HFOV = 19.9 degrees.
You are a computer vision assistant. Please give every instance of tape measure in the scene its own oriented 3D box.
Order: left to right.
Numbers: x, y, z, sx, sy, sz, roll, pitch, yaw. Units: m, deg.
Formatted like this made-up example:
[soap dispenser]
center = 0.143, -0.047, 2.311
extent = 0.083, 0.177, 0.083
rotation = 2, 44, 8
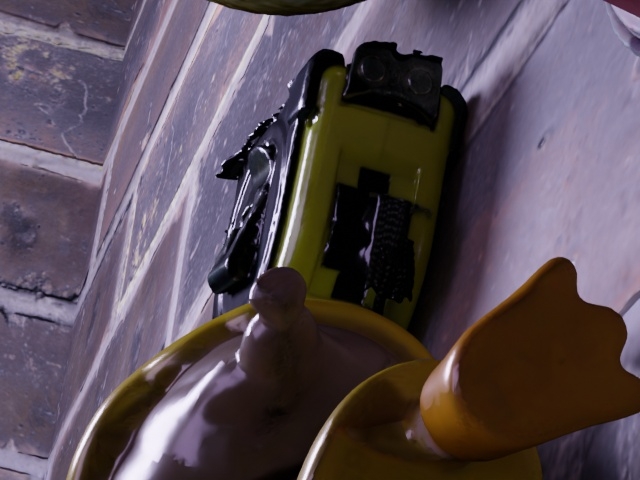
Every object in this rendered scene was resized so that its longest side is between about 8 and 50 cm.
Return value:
[tape measure]
center = 0.000, 0.000, 1.031
extent = 0.199, 0.112, 0.186
rotation = 136, 144, -69

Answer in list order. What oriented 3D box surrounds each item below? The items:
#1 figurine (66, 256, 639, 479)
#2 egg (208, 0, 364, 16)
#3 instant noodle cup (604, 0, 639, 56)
[figurine]
center = 0.006, 0.112, 0.738
extent = 0.215, 0.187, 0.343
rotation = -55, 9, -23
[egg]
center = -0.018, -0.254, 1.112
extent = 0.289, 0.238, 0.238
rotation = 31, 108, 53
[instant noodle cup]
center = 0.058, -0.220, 0.706
extent = 0.244, 0.255, 0.244
rotation = -163, 90, -76
